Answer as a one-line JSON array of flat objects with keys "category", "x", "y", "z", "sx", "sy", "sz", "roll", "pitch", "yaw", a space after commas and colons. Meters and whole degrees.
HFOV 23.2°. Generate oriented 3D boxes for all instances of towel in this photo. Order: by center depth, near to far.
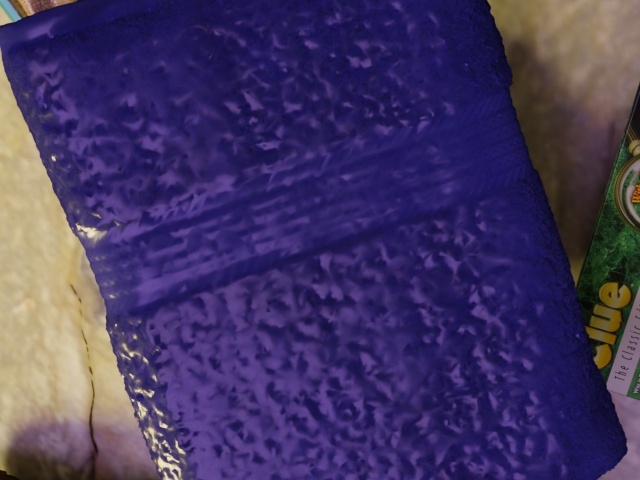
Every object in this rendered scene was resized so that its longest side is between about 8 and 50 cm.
[{"category": "towel", "x": 0.000, "y": 0.000, "z": 0.762, "sx": 0.228, "sy": 0.076, "sz": 0.308, "roll": -19, "pitch": 96, "yaw": 5}]

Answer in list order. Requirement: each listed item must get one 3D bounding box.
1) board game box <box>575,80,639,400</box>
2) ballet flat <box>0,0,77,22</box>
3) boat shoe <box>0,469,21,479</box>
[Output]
[{"category": "board game box", "x": 0.213, "y": -0.017, "z": 0.795, "sx": 0.136, "sy": 0.030, "sz": 0.259, "roll": 17, "pitch": 125, "yaw": 8}, {"category": "ballet flat", "x": -0.063, "y": -0.064, "z": 0.833, "sx": 0.106, "sy": 0.107, "sz": 0.316, "roll": -32, "pitch": 109, "yaw": 5}, {"category": "boat shoe", "x": -0.120, "y": 0.204, "z": 1.038, "sx": 0.257, "sy": 0.095, "sz": 0.095, "roll": 27, "pitch": 87, "yaw": 16}]
